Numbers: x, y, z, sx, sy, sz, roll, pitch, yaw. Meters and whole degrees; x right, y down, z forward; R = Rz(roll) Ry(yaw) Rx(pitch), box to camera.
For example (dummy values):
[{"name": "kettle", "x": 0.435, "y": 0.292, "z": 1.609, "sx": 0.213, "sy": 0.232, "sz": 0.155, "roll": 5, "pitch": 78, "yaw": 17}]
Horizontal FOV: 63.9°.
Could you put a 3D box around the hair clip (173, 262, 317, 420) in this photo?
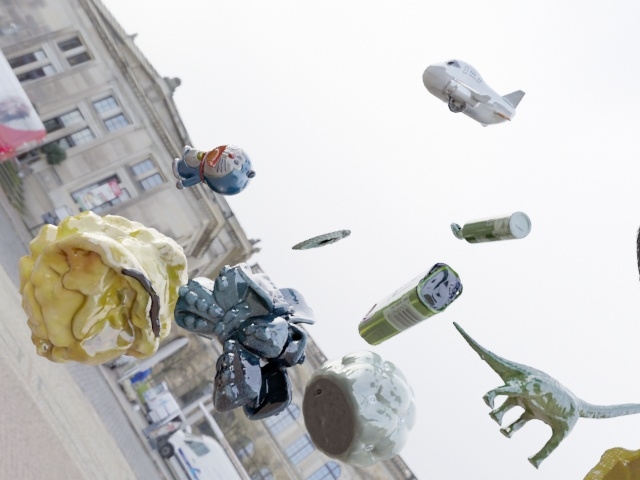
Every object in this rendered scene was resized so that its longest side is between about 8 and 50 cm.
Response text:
[{"name": "hair clip", "x": -0.133, "y": 0.163, "z": 0.946, "sx": 0.195, "sy": 0.206, "sz": 0.310, "roll": 33, "pitch": 13, "yaw": -47}]

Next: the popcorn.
[{"name": "popcorn", "x": -0.422, "y": 0.095, "z": 1.050, "sx": 0.382, "sy": 0.349, "sz": 0.348, "roll": -8, "pitch": -69, "yaw": 53}]

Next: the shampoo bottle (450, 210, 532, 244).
[{"name": "shampoo bottle", "x": 0.370, "y": -0.026, "z": 1.144, "sx": 0.065, "sy": 0.065, "sz": 0.204, "roll": 62, "pitch": -22, "yaw": -7}]

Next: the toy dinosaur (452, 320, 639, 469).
[{"name": "toy dinosaur", "x": 0.460, "y": 0.266, "z": 0.963, "sx": 0.447, "sy": 0.301, "sz": 0.087, "roll": 55, "pitch": -6, "yaw": -9}]

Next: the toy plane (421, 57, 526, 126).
[{"name": "toy plane", "x": 0.354, "y": -0.351, "z": 1.208, "sx": 0.244, "sy": 0.245, "sz": 0.117, "roll": 46, "pitch": -62, "yaw": 30}]

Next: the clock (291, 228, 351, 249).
[{"name": "clock", "x": 0.000, "y": 0.000, "z": 0.678, "sx": 0.074, "sy": 0.083, "sz": 0.010, "roll": -27, "pitch": -103, "yaw": 48}]

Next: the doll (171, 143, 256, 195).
[{"name": "doll", "x": -0.177, "y": -0.123, "z": 0.876, "sx": 0.152, "sy": 0.114, "sz": 0.085, "roll": 13, "pitch": -31, "yaw": 22}]

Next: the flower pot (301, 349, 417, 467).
[{"name": "flower pot", "x": 0.088, "y": 0.361, "z": 1.110, "sx": 0.246, "sy": 0.195, "sz": 0.245, "roll": -2, "pitch": -93, "yaw": 50}]

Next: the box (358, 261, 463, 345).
[{"name": "box", "x": 0.218, "y": 0.172, "z": 1.307, "sx": 0.097, "sy": 0.134, "sz": 0.345, "roll": 44, "pitch": -32, "yaw": 2}]

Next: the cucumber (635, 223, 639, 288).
[{"name": "cucumber", "x": 0.861, "y": 0.059, "z": 1.345, "sx": 0.067, "sy": 0.067, "sz": 0.244, "roll": 149, "pitch": -56, "yaw": -68}]

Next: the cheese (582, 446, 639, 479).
[{"name": "cheese", "x": 0.407, "y": 0.284, "z": 0.516, "sx": 0.271, "sy": 0.069, "sz": 0.176, "roll": 22, "pitch": -64, "yaw": 7}]
